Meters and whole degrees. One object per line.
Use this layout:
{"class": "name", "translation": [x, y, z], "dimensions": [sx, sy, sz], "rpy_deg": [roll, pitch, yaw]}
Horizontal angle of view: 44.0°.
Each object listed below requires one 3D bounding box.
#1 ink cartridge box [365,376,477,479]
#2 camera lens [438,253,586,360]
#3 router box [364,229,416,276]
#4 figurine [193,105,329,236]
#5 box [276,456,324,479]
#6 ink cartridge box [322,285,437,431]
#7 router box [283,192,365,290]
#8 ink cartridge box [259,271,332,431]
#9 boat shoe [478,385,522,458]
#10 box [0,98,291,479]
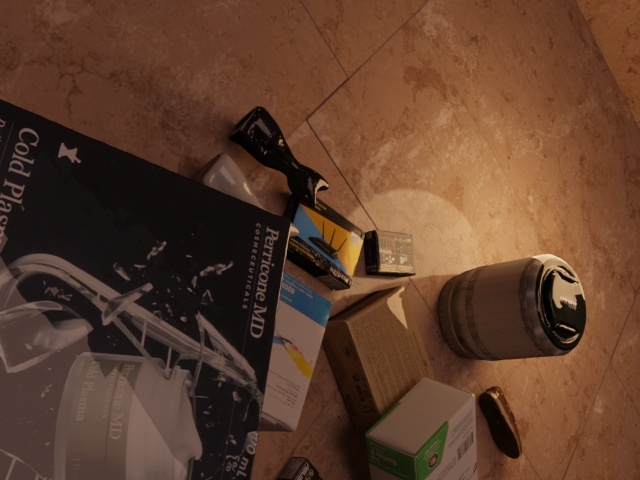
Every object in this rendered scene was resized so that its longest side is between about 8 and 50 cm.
{"class": "ink cartridge box", "translation": [0.201, 0.448, 1.524], "dimensions": [0.211, 0.122, 0.289], "rpy_deg": [-32, 125, -42]}
{"class": "camera lens", "translation": [0.432, 0.155, 1.770], "dimensions": [0.219, 0.274, 0.219], "rpy_deg": [13, 71, -41]}
{"class": "router box", "translation": [0.149, 0.029, 1.698], "dimensions": [0.122, 0.038, 0.092], "rpy_deg": [7, 75, -42]}
{"class": "figurine", "translation": [-0.098, -0.101, 1.438], "dimensions": [0.209, 0.092, 0.215], "rpy_deg": [43, 54, -16]}
{"class": "box", "translation": [-0.035, 0.516, 1.402], "dimensions": [0.184, 0.045, 0.190], "rpy_deg": [56, 49, -21]}
{"class": "ink cartridge box", "translation": [0.119, 0.234, 1.585], "dimensions": [0.193, 0.088, 0.234], "rpy_deg": [-24, 97, -45]}
{"class": "router box", "translation": [0.000, 0.000, 1.558], "dimensions": [0.179, 0.046, 0.133], "rpy_deg": [35, 58, -32]}
{"class": "ink cartridge box", "translation": [-0.120, 0.180, 1.314], "dimensions": [0.168, 0.171, 0.232], "rpy_deg": [35, 57, -32]}
{"class": "boat shoe", "translation": [0.432, 0.423, 1.852], "dimensions": [0.060, 0.064, 0.178], "rpy_deg": [-29, 98, -41]}
{"class": "box", "translation": [-0.334, 0.140, 1.006], "dimensions": [0.472, 0.297, 0.479], "rpy_deg": [23, 64, -33]}
